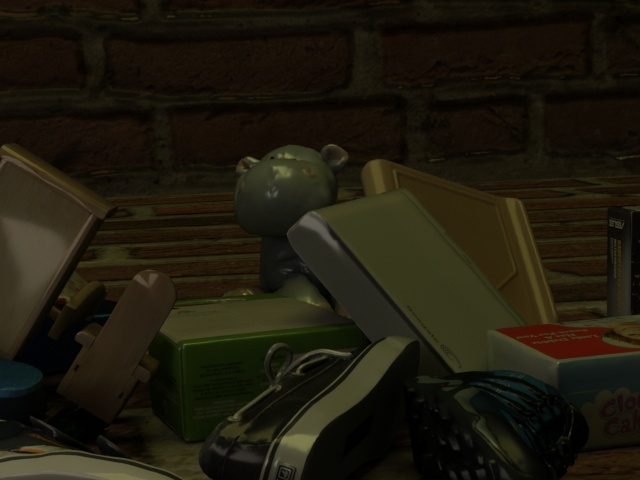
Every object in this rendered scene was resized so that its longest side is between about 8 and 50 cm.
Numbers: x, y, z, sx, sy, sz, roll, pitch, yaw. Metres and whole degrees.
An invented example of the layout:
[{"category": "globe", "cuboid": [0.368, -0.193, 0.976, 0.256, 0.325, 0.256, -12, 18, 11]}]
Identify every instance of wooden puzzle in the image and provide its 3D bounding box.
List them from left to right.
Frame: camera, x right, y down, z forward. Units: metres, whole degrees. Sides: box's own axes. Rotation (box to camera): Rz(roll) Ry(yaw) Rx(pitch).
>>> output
[{"category": "wooden puzzle", "cuboid": [0.168, 0.013, 1.764, 0.239, 0.221, 0.044, 12, -43, -27]}]

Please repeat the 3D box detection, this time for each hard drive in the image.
[{"category": "hard drive", "cuboid": [0.106, 0.051, 1.506, 0.047, 0.233, 0.353, -43, -8, 18]}]

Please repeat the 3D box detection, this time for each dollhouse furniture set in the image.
[{"category": "dollhouse furniture set", "cuboid": [-0.255, 0.004, 1.467, 0.303, 0.173, 0.355, 32, 8, 1]}]

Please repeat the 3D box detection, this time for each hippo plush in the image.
[{"category": "hippo plush", "cuboid": [0.000, 0.000, 1.769, 0.234, 0.236, 0.294, 1, 8, 15]}]

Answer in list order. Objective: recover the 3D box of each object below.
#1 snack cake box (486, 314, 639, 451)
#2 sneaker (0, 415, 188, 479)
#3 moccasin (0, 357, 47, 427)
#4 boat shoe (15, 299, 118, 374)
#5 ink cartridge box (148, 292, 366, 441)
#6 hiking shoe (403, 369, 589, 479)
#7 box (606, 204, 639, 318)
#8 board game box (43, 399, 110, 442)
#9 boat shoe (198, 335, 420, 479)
[{"category": "snack cake box", "cuboid": [0.307, 0.129, 1.353, 0.264, 0.089, 0.152, -4, 11, -17]}, {"category": "sneaker", "cuboid": [-0.175, 0.180, 0.931, 0.321, 0.126, 0.127, 0, 14, 22]}, {"category": "moccasin", "cuboid": [-0.383, 0.158, 1.169, 0.342, 0.116, 0.138, -3, 5, 14]}, {"category": "boat shoe", "cuboid": [-0.326, 0.105, 1.612, 0.258, 0.109, 0.089, 11, 12, -44]}, {"category": "ink cartridge box", "cuboid": [-0.085, 0.119, 1.456, 0.189, 0.097, 0.255, -4, 7, -21]}, {"category": "hiking shoe", "cuboid": [0.148, 0.149, 1.102, 0.132, 0.113, 0.304, -11, 9, -5]}, {"category": "box", "cuboid": [0.429, 0.048, 1.572, 0.231, 0.183, 0.056, -3, 7, -17]}, {"category": "board game box", "cuboid": [-0.293, 0.179, 1.302, 0.126, 0.026, 0.186, 2, 9, 21]}, {"category": "boat shoe", "cuboid": [-0.004, 0.145, 1.204, 0.105, 0.113, 0.306, 17, 24, 19]}]
